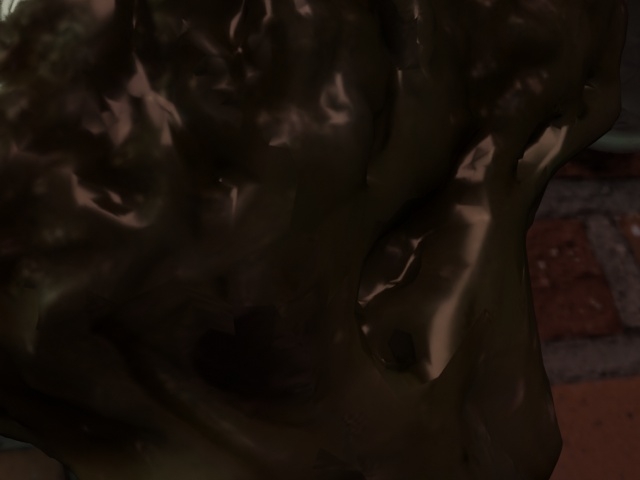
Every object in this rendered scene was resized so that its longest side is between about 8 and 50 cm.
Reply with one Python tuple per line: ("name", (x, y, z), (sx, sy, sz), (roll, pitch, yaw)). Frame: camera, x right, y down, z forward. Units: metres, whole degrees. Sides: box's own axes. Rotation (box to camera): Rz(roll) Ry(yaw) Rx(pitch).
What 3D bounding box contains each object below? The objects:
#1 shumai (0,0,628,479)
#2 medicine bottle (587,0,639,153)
("shumai", (0.002, 0.002, 0.517), (0.346, 0.217, 0.283), (-15, 67, -28))
("medicine bottle", (0.175, -0.162, 0.732), (0.139, 0.139, 0.225), (32, 55, -2))
